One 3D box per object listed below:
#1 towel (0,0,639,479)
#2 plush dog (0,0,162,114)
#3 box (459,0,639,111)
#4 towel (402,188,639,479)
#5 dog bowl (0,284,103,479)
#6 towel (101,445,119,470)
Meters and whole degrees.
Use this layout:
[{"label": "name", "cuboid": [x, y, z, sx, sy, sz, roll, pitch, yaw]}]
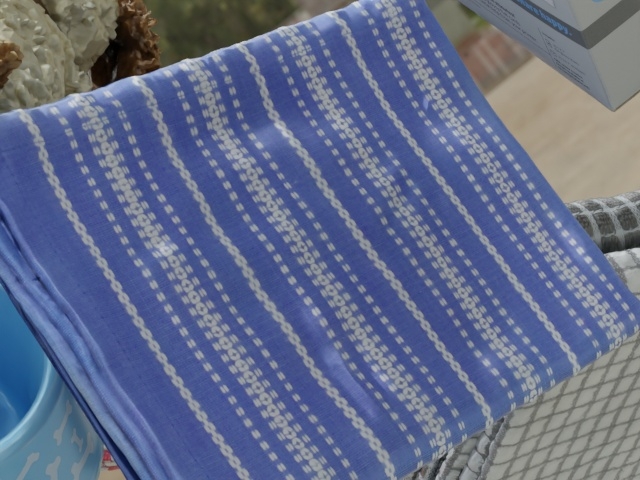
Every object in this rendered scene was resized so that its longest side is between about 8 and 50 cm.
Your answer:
[{"label": "towel", "cuboid": [0.000, 0.000, 0.844, 0.336, 0.243, 0.040, -24, -16, -41]}, {"label": "plush dog", "cuboid": [-0.206, -0.113, 0.990, 0.210, 0.262, 0.225, -47, 22, 43]}, {"label": "box", "cuboid": [0.079, -0.160, 0.783, 0.038, 0.186, 0.145, -39, 46, -7]}, {"label": "towel", "cuboid": [0.173, 0.092, 1.174, 0.235, 0.121, 0.284, -12, -44, -30]}, {"label": "dog bowl", "cuboid": [-0.244, 0.053, 0.814, 0.166, 0.297, 0.074, -55, -18, -39]}, {"label": "towel", "cuboid": [-0.186, 0.040, 1.120, 0.329, 0.037, 0.237, -9, 60, 30]}]
